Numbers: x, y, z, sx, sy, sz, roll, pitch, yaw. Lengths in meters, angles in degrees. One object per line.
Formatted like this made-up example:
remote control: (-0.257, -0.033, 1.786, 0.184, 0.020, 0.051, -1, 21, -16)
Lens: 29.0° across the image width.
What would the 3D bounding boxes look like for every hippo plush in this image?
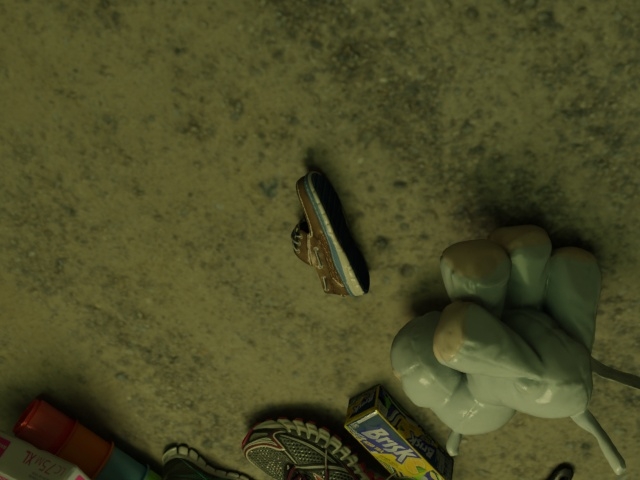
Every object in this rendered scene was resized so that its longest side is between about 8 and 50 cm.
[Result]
hippo plush: (0.222, 0.130, 1.507, 0.294, 0.234, 0.236, 36, 148, -9)

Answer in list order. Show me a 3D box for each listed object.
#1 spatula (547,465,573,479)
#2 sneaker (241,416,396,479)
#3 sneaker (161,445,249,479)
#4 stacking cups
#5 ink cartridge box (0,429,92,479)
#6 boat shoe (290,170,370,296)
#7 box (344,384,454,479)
spatula: (0.275, 0.421, 1.766, 0.084, 0.030, 0.296, 19, 124, -22)
sneaker: (0.019, 0.348, 1.676, 0.299, 0.112, 0.121, 31, 140, 13)
sneaker: (-0.159, 0.364, 1.774, 0.166, 0.076, 0.065, 27, 125, -10)
stacking cups: (-0.296, 0.337, 1.782, 0.316, 0.096, 0.096, 40, 121, -11)
ink cartridge box: (-0.332, 0.393, 1.746, 0.186, 0.065, 0.311, 13, 150, 41)
boat shoe: (0.000, 0.000, 1.501, 0.066, 0.066, 0.183, -12, 122, 19)
box: (0.108, 0.276, 1.683, 0.059, 0.054, 0.169, -32, 114, 26)
